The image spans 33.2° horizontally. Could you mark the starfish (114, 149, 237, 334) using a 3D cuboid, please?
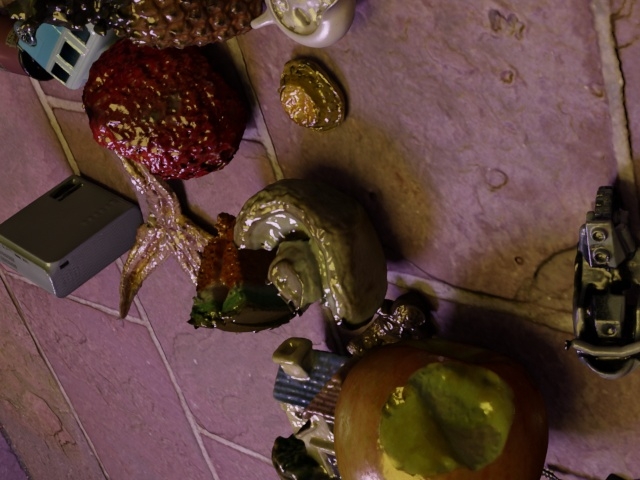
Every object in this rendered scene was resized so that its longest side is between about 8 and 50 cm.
[{"bbox_3d":[-0.290,0.020,2.118,0.384,0.132,0.398,37,132,5],"label":"starfish"}]

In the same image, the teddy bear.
[{"bbox_3d":[0.126,0.143,1.809,0.119,0.078,0.160,33,125,-7],"label":"teddy bear"}]

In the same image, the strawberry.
[{"bbox_3d":[-0.273,-0.213,1.777,0.274,0.220,0.274,30,139,30],"label":"strawberry"}]

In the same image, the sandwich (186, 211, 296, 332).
[{"bbox_3d":[-0.100,0.058,1.862,0.109,0.292,0.212,-23,65,37],"label":"sandwich"}]

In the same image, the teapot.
[{"bbox_3d":[-0.019,-0.334,1.477,0.226,0.092,0.145,-13,110,55],"label":"teapot"}]

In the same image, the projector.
[{"bbox_3d":[-0.526,-0.011,2.242,0.198,0.250,0.108,26,141,30],"label":"projector"}]

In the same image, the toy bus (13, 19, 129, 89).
[{"bbox_3d":[-0.411,-0.382,1.849,0.165,0.133,0.271,46,150,-4],"label":"toy bus"}]

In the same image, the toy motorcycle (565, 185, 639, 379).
[{"bbox_3d":[0.371,0.069,1.375,0.106,0.159,0.270,0,127,24],"label":"toy motorcycle"}]

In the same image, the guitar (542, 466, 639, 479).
[{"bbox_3d":[0.452,0.403,1.728,0.233,0.025,0.088,10,131,45],"label":"guitar"}]

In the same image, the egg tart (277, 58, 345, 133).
[{"bbox_3d":[-0.022,-0.215,1.637,0.130,0.052,0.130,30,145,24],"label":"egg tart"}]

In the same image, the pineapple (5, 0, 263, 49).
[{"bbox_3d":[-0.263,-0.348,1.518,0.202,0.362,0.201,28,129,40],"label":"pineapple"}]

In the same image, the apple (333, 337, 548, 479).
[{"bbox_3d":[0.183,0.309,1.649,0.340,0.339,0.339,30,142,27],"label":"apple"}]

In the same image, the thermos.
[{"bbox_3d":[-0.629,-0.394,2.128,0.330,0.136,0.109,18,108,38],"label":"thermos"}]

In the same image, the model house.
[{"bbox_3d":[0.028,0.318,1.928,0.321,0.261,0.266,7,126,41],"label":"model house"}]

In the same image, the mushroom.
[{"bbox_3d":[0.007,0.001,1.712,0.267,0.190,0.164,46,128,29],"label":"mushroom"}]
